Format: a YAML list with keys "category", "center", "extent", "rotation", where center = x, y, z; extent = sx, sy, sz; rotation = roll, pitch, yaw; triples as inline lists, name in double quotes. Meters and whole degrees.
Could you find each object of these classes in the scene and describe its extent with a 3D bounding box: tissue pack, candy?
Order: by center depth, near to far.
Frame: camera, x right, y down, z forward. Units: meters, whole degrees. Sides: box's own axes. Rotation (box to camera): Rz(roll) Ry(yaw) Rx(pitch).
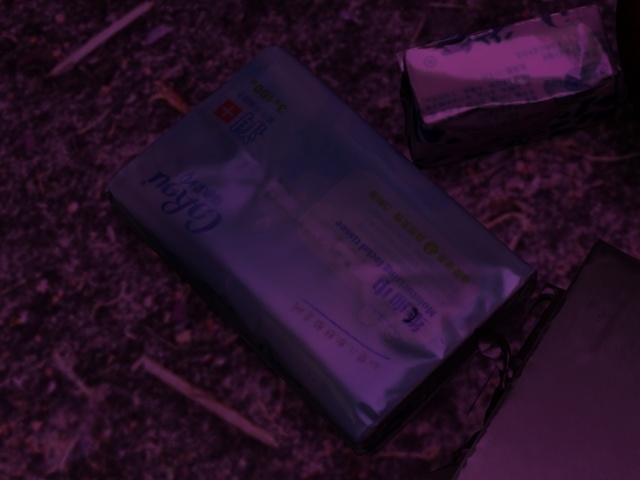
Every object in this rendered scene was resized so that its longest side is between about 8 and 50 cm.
- category: "tissue pack"
  center: [0.000, 0.000, 0.939]
  extent: [0.177, 0.089, 0.263]
  rotation: [-43, 72, -12]
- category: "candy"
  center: [0.139, -0.113, 0.979]
  extent: [0.160, 0.092, 0.073]
  rotation: [-14, 69, -2]

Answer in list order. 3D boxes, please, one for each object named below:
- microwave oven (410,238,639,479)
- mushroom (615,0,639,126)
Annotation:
- category: "microwave oven"
  center: [0.162, 0.276, 0.738]
  extent: [0.374, 0.236, 0.432]
  rotation: [31, 72, 13]
- category: "mushroom"
  center: [0.322, -0.136, 0.935]
  extent: [0.253, 0.153, 0.253]
  rotation: [7, 73, -23]
